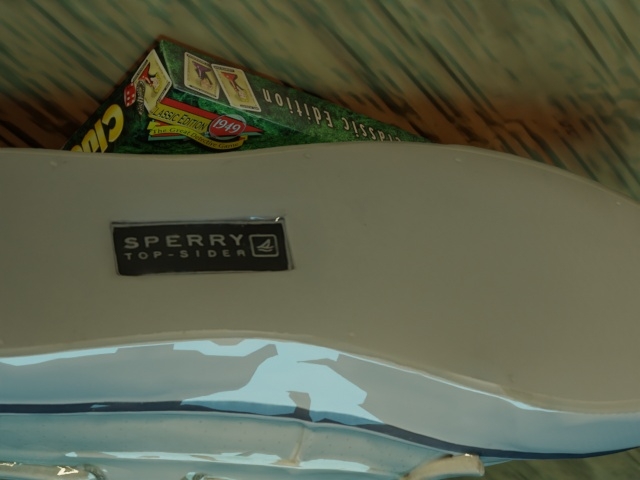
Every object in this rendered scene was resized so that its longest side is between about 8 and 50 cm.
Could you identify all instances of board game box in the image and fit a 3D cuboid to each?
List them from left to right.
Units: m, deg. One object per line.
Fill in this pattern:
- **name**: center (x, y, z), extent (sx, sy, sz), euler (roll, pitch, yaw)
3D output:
- **board game box**: center (0.000, 0.000, 0.726), extent (0.260, 0.030, 0.136), euler (16, 132, -37)

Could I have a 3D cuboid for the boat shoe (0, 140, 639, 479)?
- **boat shoe**: center (-0.018, 0.058, 0.659), extent (0.367, 0.135, 0.156), euler (0, 142, -16)
